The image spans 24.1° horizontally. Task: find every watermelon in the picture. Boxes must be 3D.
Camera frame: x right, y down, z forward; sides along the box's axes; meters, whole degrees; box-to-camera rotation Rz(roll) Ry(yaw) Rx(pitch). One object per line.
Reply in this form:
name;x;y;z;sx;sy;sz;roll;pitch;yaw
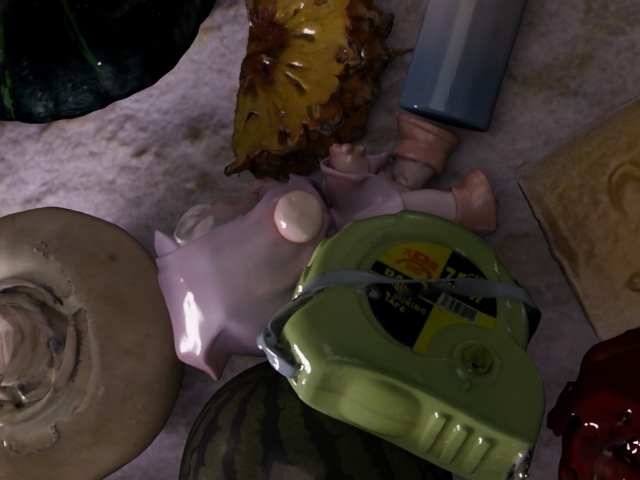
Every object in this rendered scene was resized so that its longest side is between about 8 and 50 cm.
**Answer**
watermelon;-0.004;0.186;1.122;0.212;0.212;0.212;-2;84;23

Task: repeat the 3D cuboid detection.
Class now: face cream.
face cream;0.131;-0.214;1.176;0.077;0.077;0.250;16;90;24

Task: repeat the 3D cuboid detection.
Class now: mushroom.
mushroom;-0.235;0.092;1.239;0.246;0.202;0.246;-1;85;12

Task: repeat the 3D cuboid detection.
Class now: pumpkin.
pumpkin;-0.238;-0.251;1.218;0.315;0.238;0.315;0;82;-3

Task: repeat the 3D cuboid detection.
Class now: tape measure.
tape measure;0.063;0.067;1.046;0.200;0.106;0.175;21;51;1

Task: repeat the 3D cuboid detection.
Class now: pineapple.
pineapple;0.001;-0.153;1.226;0.135;0.079;0.233;3;86;22

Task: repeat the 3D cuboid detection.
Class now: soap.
soap;0.299;-0.044;1.082;0.274;0.089;0.173;-31;73;16

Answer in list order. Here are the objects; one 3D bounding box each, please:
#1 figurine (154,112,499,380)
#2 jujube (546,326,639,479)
figurine;-0.001;0.001;1.169;0.276;0.200;0.133;-26;90;-7
jujube;0.284;0.236;0.978;0.258;0.258;0.377;-12;93;22
